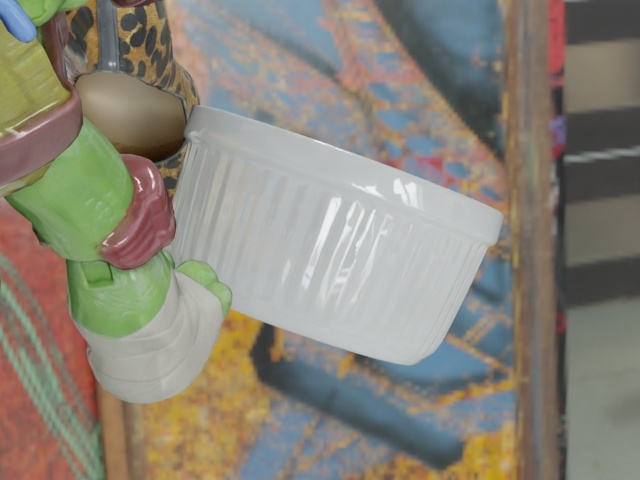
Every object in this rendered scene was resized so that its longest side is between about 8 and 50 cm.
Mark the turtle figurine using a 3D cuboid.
[{"bbox_3d":[-0.113,-0.081,0.460,0.198,0.266,0.274,-25,52,-18],"label":"turtle figurine"}]

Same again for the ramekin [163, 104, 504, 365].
[{"bbox_3d":[0.000,0.000,0.879,0.207,0.109,0.207,20,1,0],"label":"ramekin"}]

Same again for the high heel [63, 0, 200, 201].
[{"bbox_3d":[-0.128,-0.075,0.918,0.093,0.261,0.186,-4,37,-2],"label":"high heel"}]
